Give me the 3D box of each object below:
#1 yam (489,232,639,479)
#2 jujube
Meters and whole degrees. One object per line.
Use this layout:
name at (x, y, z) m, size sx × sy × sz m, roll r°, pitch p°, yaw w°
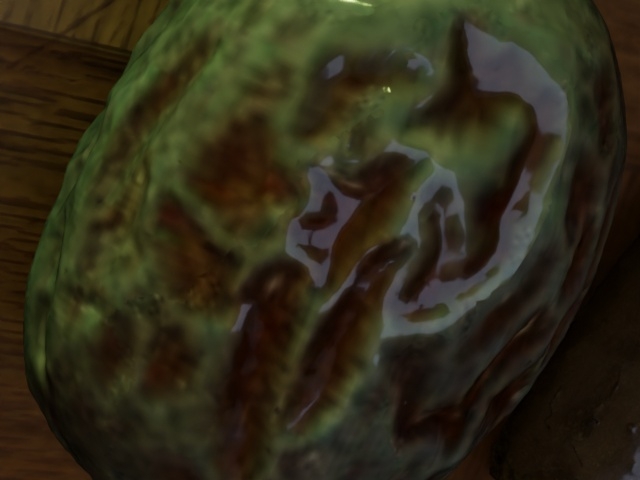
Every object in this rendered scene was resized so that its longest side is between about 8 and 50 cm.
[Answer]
yam at (0.202, 0.083, 0.996) m, size 0.128 × 0.129 × 0.238 m, roll 31°, pitch 94°, yaw -47°
jujube at (0.001, 0.003, 0.796) m, size 0.247 × 0.215 × 0.308 m, roll 10°, pitch 108°, yaw -31°
